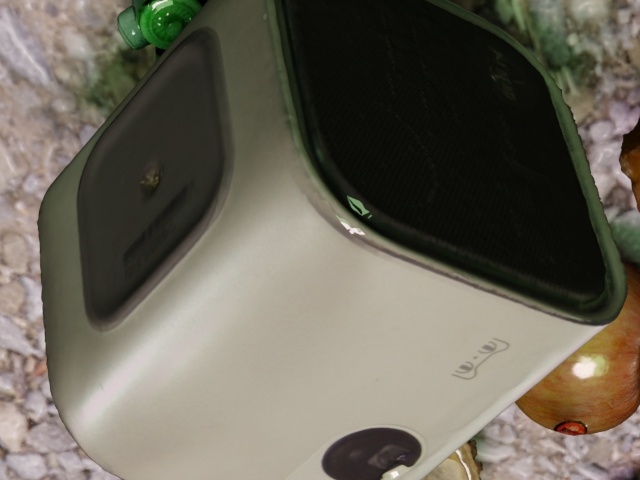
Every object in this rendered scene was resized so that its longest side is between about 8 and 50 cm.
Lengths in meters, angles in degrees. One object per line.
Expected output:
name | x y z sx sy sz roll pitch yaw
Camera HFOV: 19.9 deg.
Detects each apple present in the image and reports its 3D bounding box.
apple | 0.179 0.068 1.251 0.102 0.126 0.126 13 123 23

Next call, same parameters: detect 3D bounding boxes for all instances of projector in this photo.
projector | 0.000 0.000 1.103 0.248 0.248 0.249 20 131 -32

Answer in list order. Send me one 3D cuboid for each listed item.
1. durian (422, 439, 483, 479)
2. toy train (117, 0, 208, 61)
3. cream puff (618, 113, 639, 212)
durian | 0.038 0.186 1.337 0.148 0.091 0.188 29 95 -12
toy train | -0.007 -0.173 1.149 0.251 0.085 0.119 -28 130 21
cream puff | 0.311 -0.050 1.166 0.241 0.155 0.269 -12 112 3
